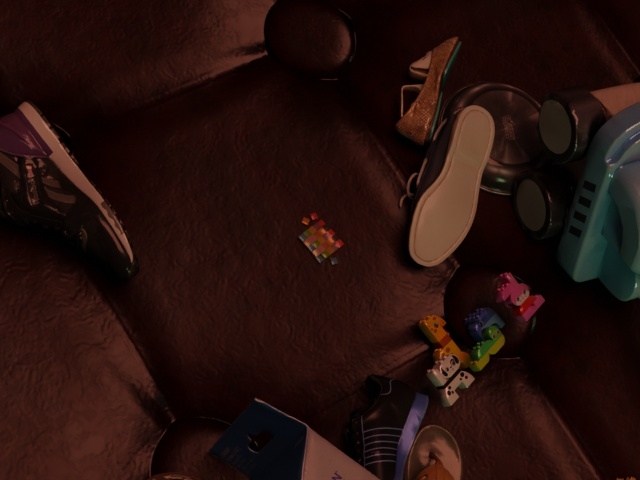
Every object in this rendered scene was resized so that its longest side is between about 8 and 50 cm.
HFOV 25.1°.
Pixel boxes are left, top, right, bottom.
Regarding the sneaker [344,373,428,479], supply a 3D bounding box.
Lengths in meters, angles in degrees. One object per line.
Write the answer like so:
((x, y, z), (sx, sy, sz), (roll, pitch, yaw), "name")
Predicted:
((0.068, 0.285, 1.912), (0.090, 0.081, 0.232), (26, 54, -4), "sneaker")

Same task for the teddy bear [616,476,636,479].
((0.360, 0.460, 1.914), (0.338, 0.113, 0.245), (-13, 74, -24), "teddy bear")

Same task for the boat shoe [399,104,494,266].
((0.177, -0.080, 2.108), (0.095, 0.079, 0.254), (22, 77, -24), "boat shoe")

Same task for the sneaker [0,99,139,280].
((-0.357, -0.041, 1.910), (0.124, 0.107, 0.283), (-36, 78, -14), "sneaker")

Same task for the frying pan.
((0.338, -0.141, 2.219), (0.326, 0.053, 0.197), (21, 62, -6), "frying pan")

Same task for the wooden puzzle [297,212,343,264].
((0.000, 0.000, 2.055), (0.049, 0.006, 0.083), (-38, 83, -29), "wooden puzzle")

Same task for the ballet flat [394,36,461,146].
((0.160, -0.237, 2.187), (0.067, 0.073, 0.206), (17, 58, 5), "ballet flat")

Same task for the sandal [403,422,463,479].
((0.142, 0.346, 1.916), (0.090, 0.060, 0.219), (27, 61, -6), "sandal")

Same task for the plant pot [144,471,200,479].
((-0.194, 0.359, 1.733), (0.167, 0.165, 0.167), (7, 64, -15), "plant pot")

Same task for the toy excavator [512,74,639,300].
((0.481, 0.034, 2.065), (0.222, 0.433, 0.445), (-11, 43, -24), "toy excavator")

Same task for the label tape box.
((0.007, 0.361, 1.753), (0.348, 0.249, 0.115), (35, 60, -2), "label tape box")

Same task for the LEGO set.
((0.200, 0.127, 2.019), (0.227, 0.087, 0.093), (-44, 101, -30), "LEGO set")
